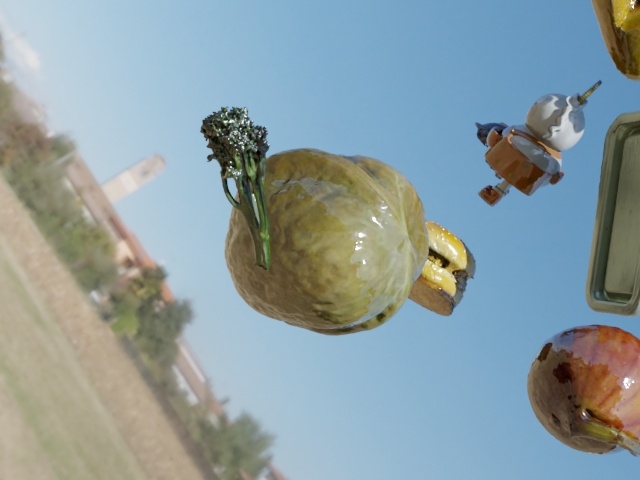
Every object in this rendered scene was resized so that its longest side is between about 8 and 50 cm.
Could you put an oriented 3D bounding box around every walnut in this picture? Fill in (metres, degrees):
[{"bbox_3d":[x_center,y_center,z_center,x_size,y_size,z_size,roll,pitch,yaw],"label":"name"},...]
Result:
[{"bbox_3d":[0.000,0.000,1.396,0.283,0.227,0.283,19,-56,30],"label":"walnut"}]

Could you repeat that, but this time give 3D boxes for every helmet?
[{"bbox_3d":[0.341,-0.179,2.040,0.098,0.070,0.123,43,30,-58],"label":"helmet"}]

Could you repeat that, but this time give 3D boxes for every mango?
[{"bbox_3d":[0.473,-0.371,1.623,0.130,0.167,0.262,6,-53,37],"label":"mango"}]

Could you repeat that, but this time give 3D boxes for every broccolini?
[{"bbox_3d":[-0.082,-0.044,1.153,0.074,0.058,0.201,37,-41,52],"label":"broccolini"}]

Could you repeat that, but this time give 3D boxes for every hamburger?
[{"bbox_3d":[0.161,0.029,1.787,0.191,0.118,0.182,27,-16,3],"label":"hamburger"}]

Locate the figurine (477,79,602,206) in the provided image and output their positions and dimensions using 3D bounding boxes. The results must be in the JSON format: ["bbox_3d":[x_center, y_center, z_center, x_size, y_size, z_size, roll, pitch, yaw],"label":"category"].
[{"bbox_3d":[0.374,-0.161,1.824,0.143,0.271,0.143,46,24,-27],"label":"figurine"}]

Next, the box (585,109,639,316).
[{"bbox_3d":[0.536,-0.032,1.642,0.175,0.182,0.312,-179,-83,-75],"label":"box"}]

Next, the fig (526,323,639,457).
[{"bbox_3d":[0.390,0.219,1.537,0.205,0.205,0.205,54,-12,17],"label":"fig"}]
